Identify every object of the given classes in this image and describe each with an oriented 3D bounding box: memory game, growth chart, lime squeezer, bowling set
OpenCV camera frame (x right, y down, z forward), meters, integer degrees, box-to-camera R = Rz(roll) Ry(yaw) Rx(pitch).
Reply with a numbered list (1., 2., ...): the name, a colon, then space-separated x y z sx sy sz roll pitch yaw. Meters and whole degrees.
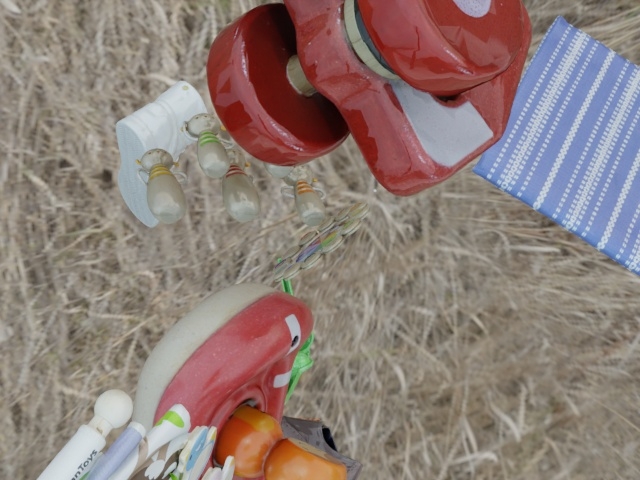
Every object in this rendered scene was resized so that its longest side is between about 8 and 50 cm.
1. memory game: 0.000 0.000 1.697 0.186 0.186 0.012 -38 102 4
2. growth chart: -0.098 0.152 0.516 0.021 0.237 0.172 27 71 21
3. lime squeezer: -0.043 0.180 1.951 0.059 0.110 0.310 -3 48 3
4. bowling set: -0.112 -0.137 1.641 0.287 0.154 0.199 3 128 -20

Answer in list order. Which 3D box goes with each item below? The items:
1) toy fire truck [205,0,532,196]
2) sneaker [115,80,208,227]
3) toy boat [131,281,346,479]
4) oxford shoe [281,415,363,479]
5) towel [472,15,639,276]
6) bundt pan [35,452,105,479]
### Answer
1. toy fire truck: 0.038 -0.193 0.682 0.169 0.254 0.302 -21 101 46
2. sneaker: -0.255 -0.147 1.919 0.108 0.292 0.169 41 62 14
3. toy boat: -0.048 0.149 0.831 0.151 0.151 0.231 23 117 23
4. oxford shoe: -0.034 0.333 1.890 0.098 0.097 0.271 -48 54 -5
5. towel: 0.335 -0.062 1.145 0.336 0.040 0.243 32 57 -2
6. bundt pan: -0.233 0.418 1.451 0.124 0.331 0.330 -32 91 44
